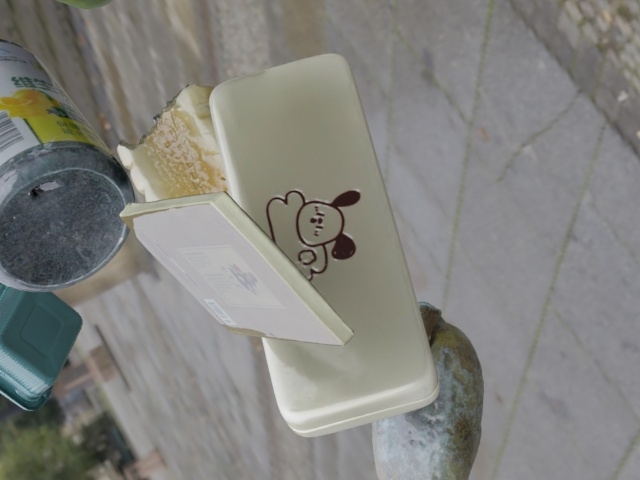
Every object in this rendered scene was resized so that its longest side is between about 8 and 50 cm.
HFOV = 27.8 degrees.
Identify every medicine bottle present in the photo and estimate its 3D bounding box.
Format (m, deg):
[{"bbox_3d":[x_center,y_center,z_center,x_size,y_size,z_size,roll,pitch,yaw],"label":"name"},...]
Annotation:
[{"bbox_3d":[-0.281,-0.088,1.150,0.293,0.141,0.141,47,160,43],"label":"medicine bottle"}]

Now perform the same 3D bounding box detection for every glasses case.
[{"bbox_3d":[0.000,0.000,1.090,0.070,0.131,0.312,68,-172,-69],"label":"glasses case"}]

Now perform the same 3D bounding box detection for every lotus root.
[{"bbox_3d":[0.155,0.270,1.917,0.175,0.175,0.349,135,141,-76],"label":"lotus root"}]

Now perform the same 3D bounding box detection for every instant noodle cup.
[{"bbox_3d":[-0.422,0.138,1.879,0.070,0.179,0.157,-26,123,39],"label":"instant noodle cup"}]

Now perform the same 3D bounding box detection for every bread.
[{"bbox_3d":[-0.120,-0.067,1.249,0.177,0.119,0.084,61,-167,20],"label":"bread"}]

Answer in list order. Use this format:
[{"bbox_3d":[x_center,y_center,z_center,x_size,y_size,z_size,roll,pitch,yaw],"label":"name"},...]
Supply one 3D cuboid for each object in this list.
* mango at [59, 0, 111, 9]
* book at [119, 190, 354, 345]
[{"bbox_3d":[-0.270,-0.318,1.340,0.091,0.137,0.237,30,-169,21],"label":"mango"},{"bbox_3d":[-0.067,0.022,0.939,0.138,0.016,0.199,48,159,-18],"label":"book"}]
